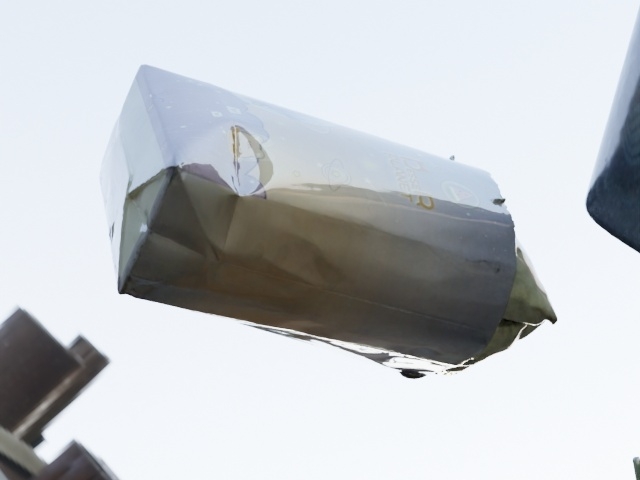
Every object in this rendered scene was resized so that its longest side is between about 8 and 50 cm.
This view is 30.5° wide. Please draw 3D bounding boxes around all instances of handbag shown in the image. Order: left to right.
[{"bbox_3d":[0.000,0.000,0.472,0.173,0.117,0.095,16,-67,-21],"label":"handbag"}]

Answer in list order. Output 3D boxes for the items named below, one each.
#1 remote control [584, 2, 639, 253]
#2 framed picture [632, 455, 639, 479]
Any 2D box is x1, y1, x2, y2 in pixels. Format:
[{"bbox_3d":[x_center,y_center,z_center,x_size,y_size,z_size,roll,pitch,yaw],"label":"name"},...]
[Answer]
[{"bbox_3d":[0.149,-0.166,0.284,0.044,0.107,0.378,0,-68,-30],"label":"remote control"},{"bbox_3d":[0.247,0.281,0.787,0.019,0.232,0.296,-10,-21,16],"label":"framed picture"}]
